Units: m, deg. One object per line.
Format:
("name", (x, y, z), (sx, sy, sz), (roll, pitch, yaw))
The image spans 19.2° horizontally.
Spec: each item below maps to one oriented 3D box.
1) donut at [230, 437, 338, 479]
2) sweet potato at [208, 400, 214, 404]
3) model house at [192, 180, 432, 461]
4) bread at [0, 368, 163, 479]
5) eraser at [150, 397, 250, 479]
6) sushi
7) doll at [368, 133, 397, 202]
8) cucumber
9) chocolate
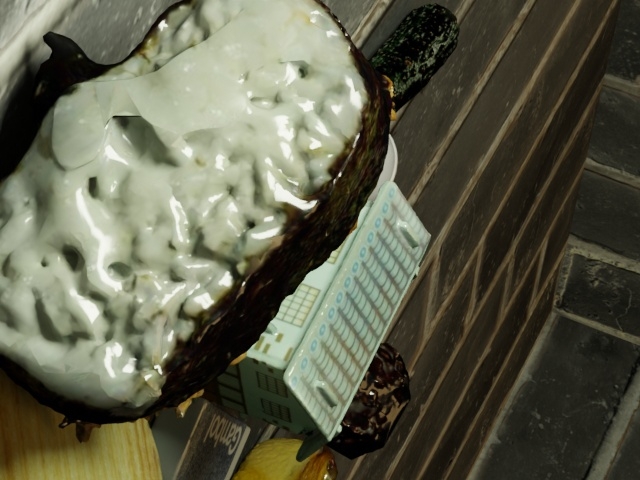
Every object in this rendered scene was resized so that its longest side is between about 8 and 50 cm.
("donut", (-0.063, 0.326, 2.227), (0.259, 0.101, 0.152), (-61, 163, -26))
("sweet potato", (-0.092, 0.122, 1.996), (0.115, 0.026, 0.026), (-66, 165, -7))
("model house", (-0.041, 0.047, 1.696), (0.198, 0.215, 0.224), (89, 26, -59))
("bread", (-0.195, 0.177, 1.431), (0.267, 0.040, 0.267), (-16, 90, -69))
("eraser", (-0.128, 0.212, 1.941), (0.212, 0.046, 0.092), (53, 59, -74))
("sushi", (-0.108, -0.033, 1.326), (0.348, 0.234, 0.207), (-45, 167, -2))
("doll", (0.000, 0.000, 1.937), (0.151, 0.151, 0.287), (30, 78, -75))
("cucumber", (0.076, -0.182, 2.098), (0.300, 0.072, 0.072), (-48, 155, -50))
("chocolate", (0.017, 0.170, 2.294), (0.133, 0.156, 0.156), (37, 74, -55))
